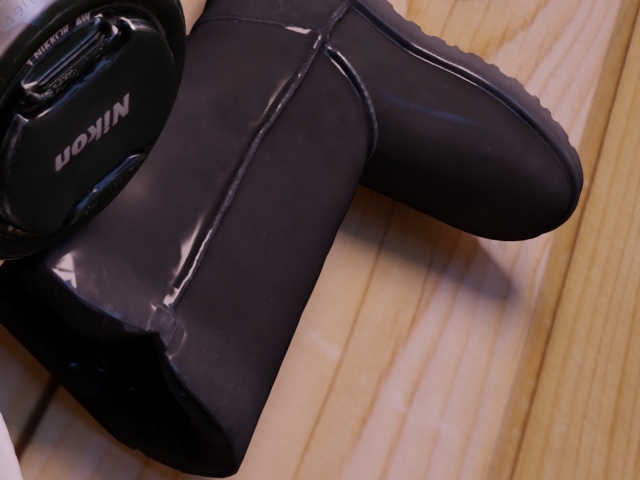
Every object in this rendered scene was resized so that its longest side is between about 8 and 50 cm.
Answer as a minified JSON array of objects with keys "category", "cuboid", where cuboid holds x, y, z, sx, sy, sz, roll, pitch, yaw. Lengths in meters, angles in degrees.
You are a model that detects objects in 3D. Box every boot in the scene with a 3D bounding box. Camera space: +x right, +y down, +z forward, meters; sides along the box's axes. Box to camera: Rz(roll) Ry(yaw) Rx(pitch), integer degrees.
[{"category":"boot","cuboid":[-0.002,-0.001,1.323,0.367,0.146,0.445,34,42,-8]}]

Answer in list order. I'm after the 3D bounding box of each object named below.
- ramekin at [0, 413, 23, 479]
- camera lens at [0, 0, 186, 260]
[{"category":"ramekin","cuboid":[-0.288,0.083,0.948,0.277,0.135,0.277,59,3,-5]},{"category":"camera lens","cuboid":[-0.239,-0.134,1.095,0.274,0.219,0.219,34,38,23]}]
